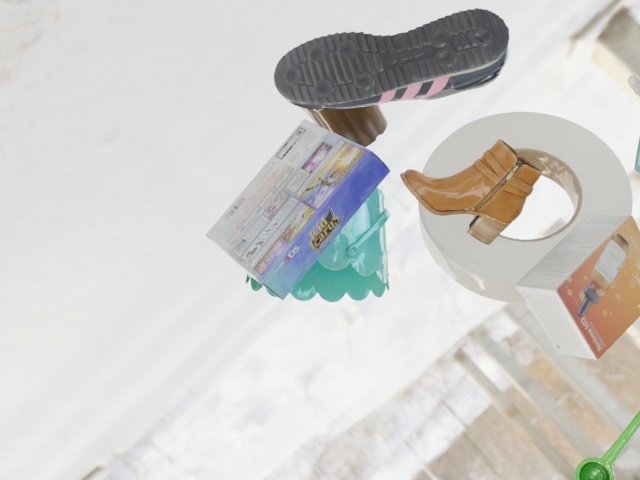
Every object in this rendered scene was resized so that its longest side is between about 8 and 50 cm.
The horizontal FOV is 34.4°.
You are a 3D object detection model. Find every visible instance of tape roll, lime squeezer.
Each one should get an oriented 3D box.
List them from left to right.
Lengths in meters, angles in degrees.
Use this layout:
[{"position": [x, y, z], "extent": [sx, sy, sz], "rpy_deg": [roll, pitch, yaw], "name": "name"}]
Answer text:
[{"position": [0.372, -0.066, 1.892], "extent": [0.392, 0.392, 0.072], "rpy_deg": [-39, 152, -17], "name": "tape roll"}, {"position": [0.413, 0.356, 1.527], "extent": [0.110, 0.059, 0.310], "rpy_deg": [-16, 141, -25], "name": "lime squeezer"}]

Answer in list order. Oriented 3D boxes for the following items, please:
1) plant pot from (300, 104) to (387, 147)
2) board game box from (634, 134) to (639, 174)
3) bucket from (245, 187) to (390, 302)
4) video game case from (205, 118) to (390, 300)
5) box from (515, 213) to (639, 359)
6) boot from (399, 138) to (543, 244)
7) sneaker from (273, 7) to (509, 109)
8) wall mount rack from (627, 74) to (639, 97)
[{"position": [0.045, -0.276, 2.107], "extent": [0.167, 0.165, 0.167], "rpy_deg": [-26, -152, 15], "name": "plant pot"}, {"position": [0.793, -0.122, 1.903], "extent": [0.254, 0.336, 0.079], "rpy_deg": [-111, -158, -63], "name": "board game box"}, {"position": [0.000, 0.000, 1.920], "extent": [0.281, 0.281, 0.183], "rpy_deg": [90, 3, -75], "name": "bucket"}, {"position": [-0.043, -0.058, 1.696], "extent": [0.269, 0.061, 0.244], "rpy_deg": [-50, -149, -3], "name": "video game case"}, {"position": [0.386, 0.063, 1.463], "extent": [0.170, 0.130, 0.091], "rpy_deg": [-41, -161, -20], "name": "box"}, {"position": [0.240, -0.101, 1.648], "extent": [0.152, 0.197, 0.073], "rpy_deg": [-56, -169, 23], "name": "boot"}, {"position": [0.100, -0.224, 1.418], "extent": [0.318, 0.112, 0.131], "rpy_deg": [-7, 163, 7], "name": "sneaker"}, {"position": [0.631, -0.139, 1.588], "extent": [0.350, 0.304, 0.130], "rpy_deg": [-11, -172, 40], "name": "wall mount rack"}]
